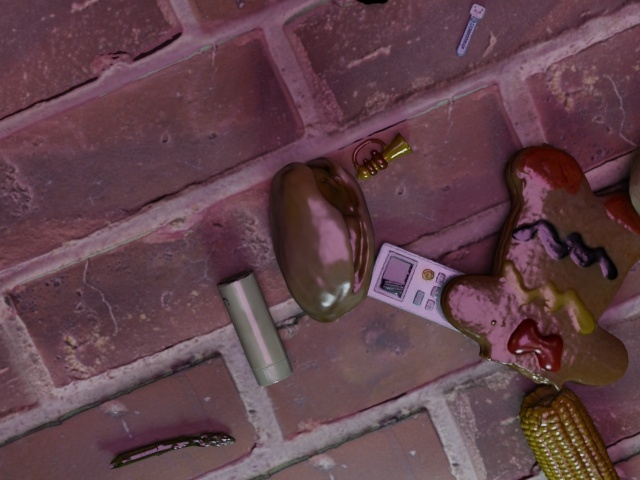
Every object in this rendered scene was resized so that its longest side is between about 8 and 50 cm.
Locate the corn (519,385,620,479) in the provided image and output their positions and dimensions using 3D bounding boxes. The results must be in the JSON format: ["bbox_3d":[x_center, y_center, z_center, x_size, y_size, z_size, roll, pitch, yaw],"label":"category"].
[{"bbox_3d":[0.481,0.431,1.953,0.131,0.131,0.344,-28,102,1],"label":"corn"}]

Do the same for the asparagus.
[{"bbox_3d":[-0.273,0.382,1.943,0.236,0.027,0.034,-12,104,-2],"label":"asparagus"}]

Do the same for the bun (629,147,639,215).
[{"bbox_3d":[0.641,-0.088,1.868,0.237,0.116,0.210,-14,66,-25],"label":"bun"}]

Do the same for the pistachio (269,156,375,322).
[{"bbox_3d":[0.000,0.000,1.849,0.166,0.197,0.288,-8,87,-46],"label":"pistachio"}]

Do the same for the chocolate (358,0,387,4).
[{"bbox_3d":[0.096,-0.496,1.804,0.156,0.156,0.133,43,68,-8],"label":"chocolate"}]

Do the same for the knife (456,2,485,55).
[{"bbox_3d":[0.265,-0.374,1.877,0.027,0.010,0.096,21,97,-6],"label":"knife"}]

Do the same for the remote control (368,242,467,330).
[{"bbox_3d":[0.229,0.102,1.924,0.293,0.051,0.103,22,89,-5],"label":"remote control"}]

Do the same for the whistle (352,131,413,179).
[{"bbox_3d":[0.105,-0.153,1.884,0.109,0.046,0.057,-30,114,7],"label":"whistle"}]

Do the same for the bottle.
[{"bbox_3d":[-0.117,0.157,1.898,0.072,0.072,0.201,-21,99,0],"label":"bottle"}]

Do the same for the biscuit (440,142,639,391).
[{"bbox_3d":[0.438,0.064,1.889,0.368,0.076,0.394,28,86,-8],"label":"biscuit"}]
